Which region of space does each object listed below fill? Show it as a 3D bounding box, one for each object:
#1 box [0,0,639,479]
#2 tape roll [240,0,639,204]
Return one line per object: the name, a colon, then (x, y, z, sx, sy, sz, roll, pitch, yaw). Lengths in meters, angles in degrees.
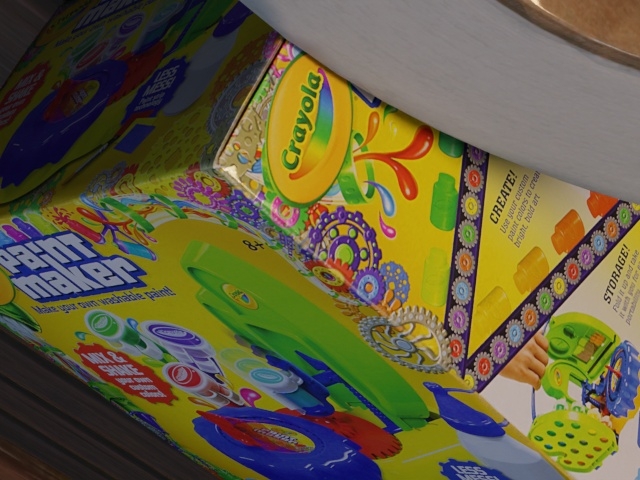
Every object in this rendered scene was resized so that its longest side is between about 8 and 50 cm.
box: (0.000, 0.000, 0.607, 0.279, 0.177, 0.290, 42, 151, -27)
tape roll: (0.110, -0.116, 0.275, 0.392, 0.072, 0.392, 17, 159, 7)
